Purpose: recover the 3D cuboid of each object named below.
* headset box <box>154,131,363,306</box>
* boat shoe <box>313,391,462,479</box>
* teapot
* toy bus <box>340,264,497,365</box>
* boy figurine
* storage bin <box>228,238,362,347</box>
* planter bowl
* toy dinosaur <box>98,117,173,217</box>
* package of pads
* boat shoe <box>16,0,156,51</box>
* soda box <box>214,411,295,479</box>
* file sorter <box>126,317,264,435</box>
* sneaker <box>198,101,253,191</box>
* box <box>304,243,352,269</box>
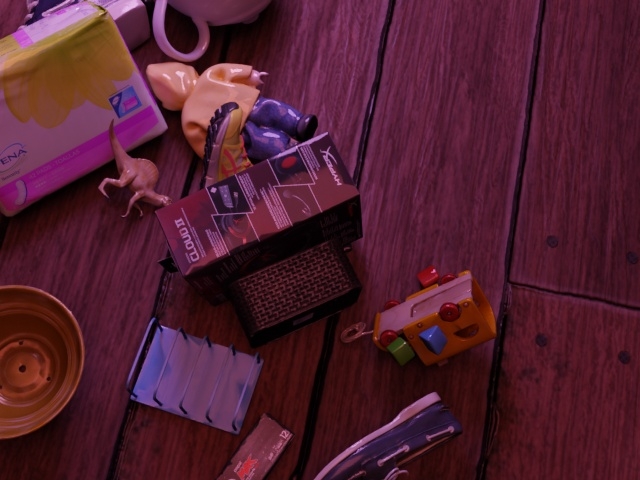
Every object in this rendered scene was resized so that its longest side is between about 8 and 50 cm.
[{"bbox_3d":[-0.092,-0.016,1.200,0.293,0.218,0.110,-25,75,-2],"label":"headset box"},{"bbox_3d":[0.091,0.319,1.184,0.254,0.095,0.079,-30,65,-21],"label":"boat shoe"},{"bbox_3d":[-0.158,-0.440,1.369,0.256,0.187,0.253,-19,39,9],"label":"teapot"},{"bbox_3d":[0.164,0.135,1.236,0.191,0.202,0.104,-41,109,-22],"label":"toy bus"},{"bbox_3d":[-0.155,-0.203,1.336,0.285,0.092,0.177,23,95,7],"label":"boy figurine"},{"bbox_3d":[-0.038,0.081,1.234,0.180,0.122,0.084,-24,75,-11],"label":"storage bin"},{"bbox_3d":[-0.442,0.180,1.194,0.217,0.090,0.217,1,73,-4],"label":"planter bowl"},{"bbox_3d":[-0.303,-0.099,1.294,0.092,0.053,0.183,-39,116,-10],"label":"toy dinosaur"},{"bbox_3d":[-0.413,-0.204,1.249,0.296,0.229,0.101,-32,38,-13],"label":"package of pads"},{"bbox_3d":[-0.447,-0.337,1.357,0.340,0.127,0.158,-35,70,-21],"label":"boat shoe"},{"bbox_3d":[-0.108,0.332,1.185,0.060,0.053,0.169,35,73,8],"label":"soda box"},{"bbox_3d":[-0.181,0.196,1.199,0.170,0.104,0.118,18,72,2],"label":"file sorter"},{"bbox_3d":[-0.134,-0.116,1.279,0.094,0.209,0.081,5,32,-13],"label":"sneaker"},{"bbox_3d":[0.000,0.000,1.318,0.083,0.018,0.067,-21,74,-10],"label":"box"}]
